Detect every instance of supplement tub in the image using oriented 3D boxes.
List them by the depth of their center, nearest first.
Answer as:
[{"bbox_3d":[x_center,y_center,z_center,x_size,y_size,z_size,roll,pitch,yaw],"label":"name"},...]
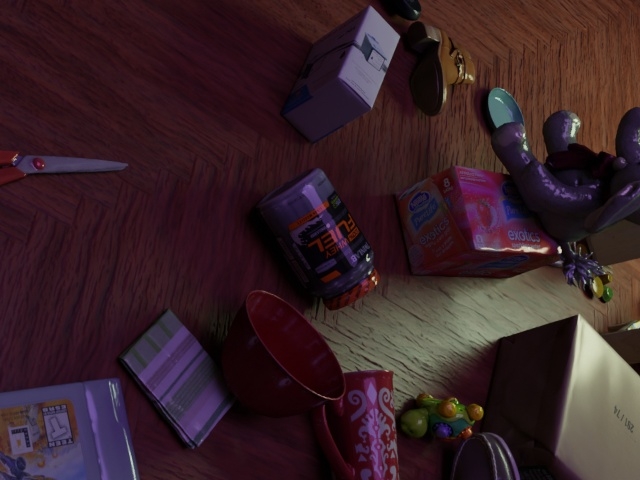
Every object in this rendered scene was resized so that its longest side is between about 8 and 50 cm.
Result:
[{"bbox_3d":[0.000,0.000,1.493,0.190,0.117,0.117,57,42,-10],"label":"supplement tub"}]

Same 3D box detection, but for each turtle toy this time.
[{"bbox_3d":[0.183,0.277,1.586,0.130,0.095,0.066,10,87,-24],"label":"turtle toy"}]

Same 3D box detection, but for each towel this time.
[{"bbox_3d":[-0.179,0.175,1.301,0.152,0.023,0.113,53,40,-11],"label":"towel"}]

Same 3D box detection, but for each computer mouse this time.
[{"bbox_3d":[0.110,-0.510,1.912,0.242,0.041,0.071,58,33,2],"label":"computer mouse"}]

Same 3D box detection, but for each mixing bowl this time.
[{"bbox_3d":[-0.064,0.165,1.341,0.181,0.098,0.181,43,16,-15],"label":"mixing bowl"}]

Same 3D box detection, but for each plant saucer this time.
[{"bbox_3d":[0.368,-0.249,2.067,0.119,0.021,0.119,21,59,-39],"label":"plant saucer"}]

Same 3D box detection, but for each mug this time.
[{"bbox_3d":[0.040,0.273,1.428,0.150,0.113,0.169,0,76,-27],"label":"mug"}]

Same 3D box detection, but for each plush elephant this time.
[{"bbox_3d":[0.486,-0.103,1.726,0.272,0.255,0.329,-7,77,-49],"label":"plush elephant"}]

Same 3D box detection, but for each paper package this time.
[{"bbox_3d":[0.448,0.342,1.767,0.325,0.168,0.309,43,46,-25],"label":"paper package"}]

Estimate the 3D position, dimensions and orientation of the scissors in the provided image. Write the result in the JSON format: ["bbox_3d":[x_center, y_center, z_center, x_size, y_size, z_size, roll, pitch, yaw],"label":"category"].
[{"bbox_3d":[-0.360,-0.100,1.235,0.297,0.021,0.109,-26,89,-47],"label":"scissors"}]

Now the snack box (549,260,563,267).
[{"bbox_3d":[0.461,-0.034,2.062,0.064,0.022,0.178,9,66,-43],"label":"snack box"}]

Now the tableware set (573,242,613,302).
[{"bbox_3d":[0.558,0.067,2.120,0.154,0.024,0.104,25,59,-39],"label":"tableware set"}]

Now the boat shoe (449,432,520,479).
[{"bbox_3d":[0.228,0.439,1.533,0.097,0.117,0.324,27,60,-39],"label":"boat shoe"}]

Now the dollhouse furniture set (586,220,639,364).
[{"bbox_3d":[0.750,0.132,2.090,0.362,0.257,0.394,-21,92,-49],"label":"dollhouse furniture set"}]

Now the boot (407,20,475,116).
[{"bbox_3d":[0.239,-0.311,1.925,0.152,0.073,0.197,14,65,-47],"label":"boot"}]

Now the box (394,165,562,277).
[{"bbox_3d":[0.288,-0.027,1.787,0.300,0.142,0.154,5,68,-45],"label":"box"}]

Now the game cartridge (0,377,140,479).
[{"bbox_3d":[-0.321,0.259,1.087,0.297,0.062,0.198,-2,70,-47],"label":"game cartridge"}]

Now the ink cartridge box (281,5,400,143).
[{"bbox_3d":[0.034,-0.265,1.634,0.082,0.140,0.190,40,47,-24],"label":"ink cartridge box"}]
